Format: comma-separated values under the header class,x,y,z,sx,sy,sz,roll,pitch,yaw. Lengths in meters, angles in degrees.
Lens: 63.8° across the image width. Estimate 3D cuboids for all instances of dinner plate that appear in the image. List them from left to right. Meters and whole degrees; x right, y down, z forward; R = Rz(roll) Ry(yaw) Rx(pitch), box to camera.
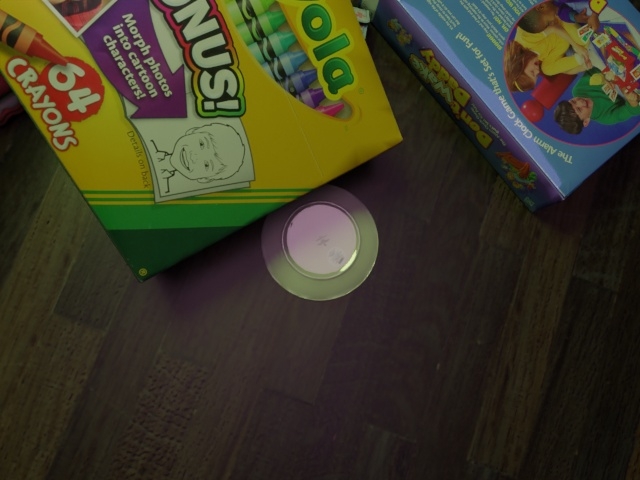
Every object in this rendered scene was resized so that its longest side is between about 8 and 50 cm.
class,x,y,z,sx,sy,sz,roll,pitch,yaw
dinner plate,0.000,0.000,0.607,0.141,0.017,0.141,1,83,-5

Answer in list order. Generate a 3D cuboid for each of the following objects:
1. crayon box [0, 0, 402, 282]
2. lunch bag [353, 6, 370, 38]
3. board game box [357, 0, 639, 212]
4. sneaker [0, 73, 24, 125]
class,x,y,z,sx,sy,sz,roll,pitch,yaw
crayon box,-0.129,-0.194,0.505,0.313,0.106,0.363,-29,112,-8
lunch bag,0.020,-0.253,0.627,0.071,0.053,0.083,14,77,-6
board game box,0.247,-0.244,0.631,0.233,0.078,0.347,-38,86,-9
sneaker,-0.306,-0.246,0.556,0.116,0.136,0.314,45,80,2
